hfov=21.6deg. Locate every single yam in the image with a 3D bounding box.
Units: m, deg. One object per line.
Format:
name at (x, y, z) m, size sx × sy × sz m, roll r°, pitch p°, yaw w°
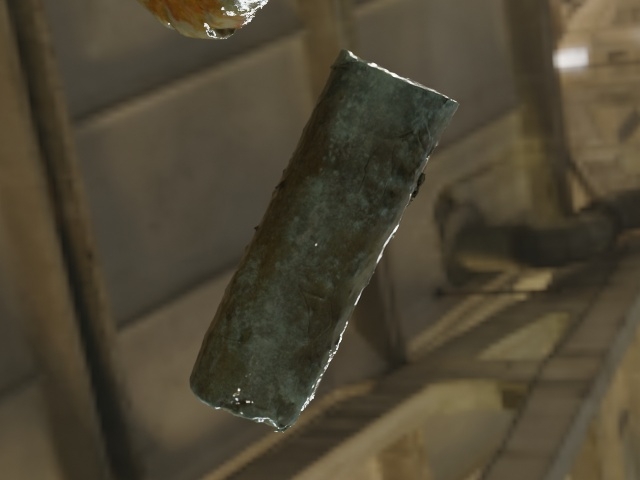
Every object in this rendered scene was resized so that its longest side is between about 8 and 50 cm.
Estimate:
yam at (0.000, 0.000, 1.126) m, size 0.259 × 0.093 × 0.093 m, roll -64°, pitch -27°, yaw -1°

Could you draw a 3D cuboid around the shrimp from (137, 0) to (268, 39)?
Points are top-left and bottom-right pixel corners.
shrimp at (-0.063, -0.222, 1.065) m, size 0.154 × 0.294 × 0.062 m, roll 49°, pitch -127°, yaw -9°
